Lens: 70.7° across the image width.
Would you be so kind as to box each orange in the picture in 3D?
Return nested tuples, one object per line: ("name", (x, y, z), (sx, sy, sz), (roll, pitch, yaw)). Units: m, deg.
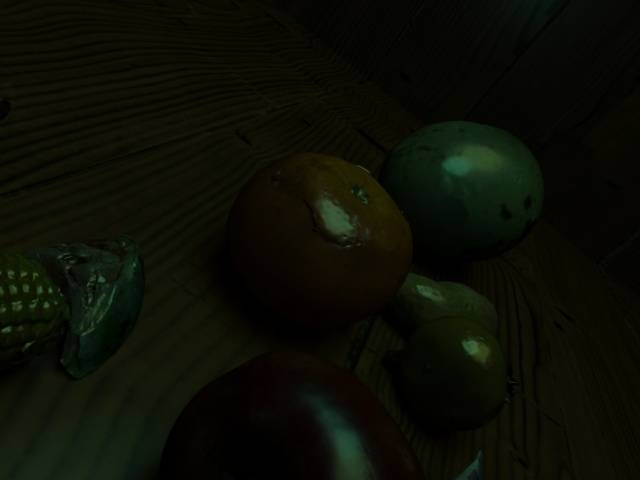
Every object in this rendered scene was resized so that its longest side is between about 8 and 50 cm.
("orange", (0.000, 0.000, 0.689), (0.284, 0.226, 0.283), (23, 35, -17))

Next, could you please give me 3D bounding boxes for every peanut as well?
("peanut", (0.226, 0.134, 0.866), (0.253, 0.122, 0.137), (16, 28, -27))

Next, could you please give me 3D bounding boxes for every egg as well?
("egg", (0.335, -0.120, 1.107), (0.429, 0.344, 0.344), (6, 42, -24))

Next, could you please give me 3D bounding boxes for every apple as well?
("apple", (-0.024, 0.209, 0.399), (0.234, 0.234, 0.234), (28, 32, -19))

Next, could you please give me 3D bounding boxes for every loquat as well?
("loquat", (0.201, 0.204, 0.710), (0.205, 0.172, 0.149), (3, 0, 28))

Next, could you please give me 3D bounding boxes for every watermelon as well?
("watermelon", (-0.264, 0.048, 0.500), (0.139, 0.071, 0.187), (23, 33, -17))

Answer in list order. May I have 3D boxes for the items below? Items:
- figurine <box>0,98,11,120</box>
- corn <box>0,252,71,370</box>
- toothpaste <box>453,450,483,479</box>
("figurine", (-0.500, -0.225, 0.563), (0.185, 0.127, 0.234), (14, 28, -44))
("corn", (-0.365, 0.064, 0.306), (0.345, 0.131, 0.131), (-5, 51, -51))
("toothpaste", (0.022, 0.232, 0.243), (0.299, 0.073, 0.113), (-10, 96, -43))
